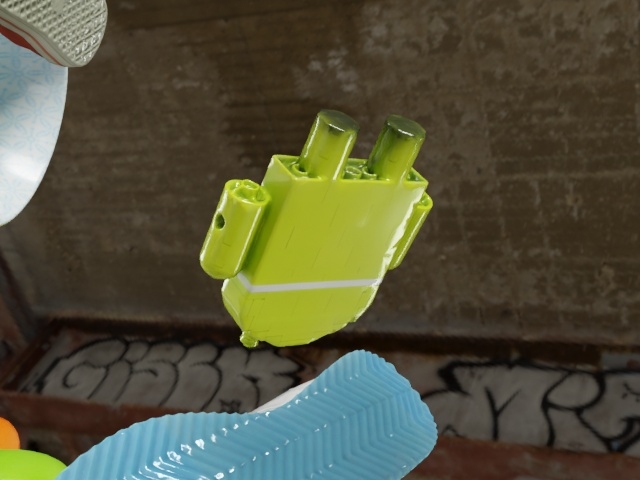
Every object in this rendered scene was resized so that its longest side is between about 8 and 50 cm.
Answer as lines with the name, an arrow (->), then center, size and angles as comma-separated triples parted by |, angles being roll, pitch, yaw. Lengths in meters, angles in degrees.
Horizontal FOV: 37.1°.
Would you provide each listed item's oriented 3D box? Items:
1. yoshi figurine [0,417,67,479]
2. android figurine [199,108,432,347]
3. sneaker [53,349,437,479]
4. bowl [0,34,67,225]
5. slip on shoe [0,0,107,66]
yoshi figurine -> -0.272, 0.124, 0.399 | 0.362, 0.203, 0.203 | 22, -18, -28
android figurine -> 0.000, 0.000, 0.932 | 0.056, 0.248, 0.272 | 50, -51, 38
sneaker -> -0.038, 0.122, 0.426 | 0.087, 0.229, 0.092 | 53, -56, 21
bowl -> -0.442, -0.173, 1.175 | 0.156, 0.289, 0.289 | 15, -49, 4
slip on shoe -> -0.292, -0.255, 0.854 | 0.101, 0.123, 0.331 | 20, -10, 10
